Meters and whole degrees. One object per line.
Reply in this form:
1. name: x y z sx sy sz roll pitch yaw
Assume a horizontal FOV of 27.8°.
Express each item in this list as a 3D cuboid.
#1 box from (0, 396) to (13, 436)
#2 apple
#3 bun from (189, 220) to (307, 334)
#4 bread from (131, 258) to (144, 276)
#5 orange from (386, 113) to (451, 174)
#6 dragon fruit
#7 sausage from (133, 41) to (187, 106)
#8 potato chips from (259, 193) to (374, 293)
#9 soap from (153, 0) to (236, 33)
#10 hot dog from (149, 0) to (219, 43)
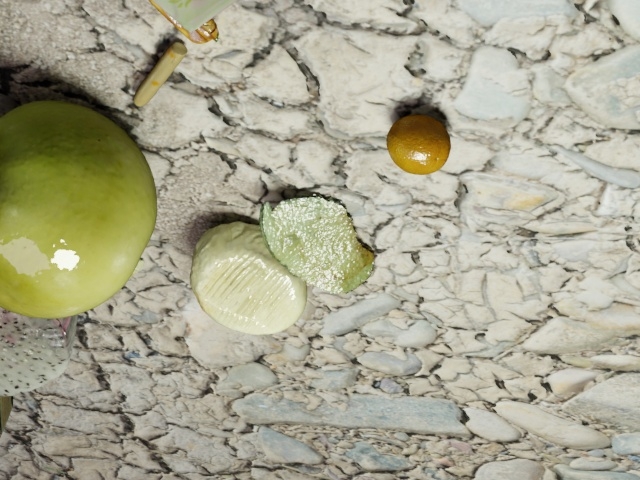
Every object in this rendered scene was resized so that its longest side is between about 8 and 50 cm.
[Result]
1. box: -0.665 0.239 2.345 0.198 0.084 0.310 16 145 -2
2. apple: -0.365 -0.043 1.709 0.292 0.292 0.254 -15 152 34
3. bun: -0.104 0.050 1.884 0.188 0.111 0.164 26 123 -17
4. bread: -0.342 0.051 2.028 0.068 0.028 0.154 35 138 -24
5. orange: 0.121 -0.118 1.598 0.085 0.085 0.085 9 144 7
6. dragon fruit: -0.475 0.072 1.945 0.204 0.221 0.283 -21 133 12
7. sausage: -0.204 -0.208 1.627 0.024 0.024 0.132 28 143 -18
8. potato chips: 0.000 0.000 1.808 0.209 0.026 0.142 16 117 -27
9. soap: -0.127 -0.344 1.316 0.182 0.138 0.199 36 139 -29
10. hot dog: -0.165 -0.276 1.516 0.049 0.037 0.122 -9 134 47
